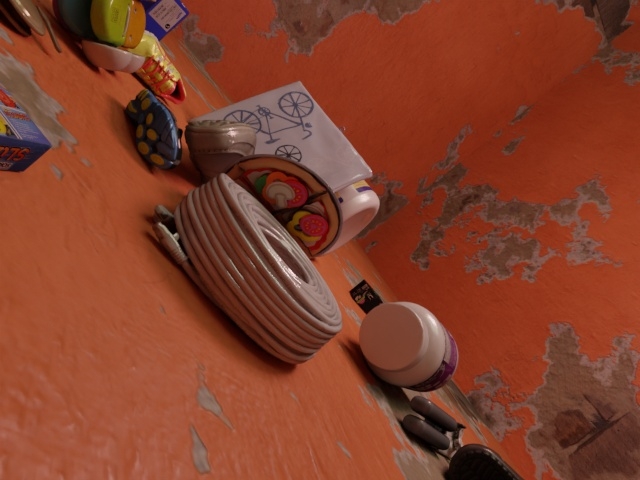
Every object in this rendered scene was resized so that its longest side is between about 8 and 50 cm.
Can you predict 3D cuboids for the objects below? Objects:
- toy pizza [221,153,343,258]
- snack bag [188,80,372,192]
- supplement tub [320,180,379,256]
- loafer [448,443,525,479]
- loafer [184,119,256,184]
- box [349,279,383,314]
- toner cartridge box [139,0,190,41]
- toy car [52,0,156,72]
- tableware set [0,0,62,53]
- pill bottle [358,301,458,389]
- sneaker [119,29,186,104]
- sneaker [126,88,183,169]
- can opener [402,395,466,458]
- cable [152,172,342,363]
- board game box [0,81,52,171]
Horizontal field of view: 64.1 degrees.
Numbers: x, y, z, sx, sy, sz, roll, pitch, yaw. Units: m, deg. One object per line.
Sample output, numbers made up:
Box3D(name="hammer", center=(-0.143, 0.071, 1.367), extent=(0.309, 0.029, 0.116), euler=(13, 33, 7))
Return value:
Box3D(name="toy pizza", center=(-0.066, -0.038, 0.764), extent=(0.201, 0.201, 0.032), euler=(49, 38, -25))
Box3D(name="snack bag", center=(-0.083, -0.213, 1.196), extent=(0.342, 0.323, 0.037), euler=(53, -28, 18))
Box3D(name="supplement tub", center=(-0.030, -0.148, 1.340), extent=(0.331, 0.241, 0.241), euler=(53, 6, 15))
Box3D(name="loafer", center=(0.388, 0.521, 0.960), extent=(0.366, 0.134, 0.130), euler=(52, 6, 6))
Box3D(name="loafer", center=(-0.161, -0.138, 0.870), extent=(0.319, 0.112, 0.112), euler=(-89, -179, -86))
Box3D(name="box", center=(0.139, 0.172, 1.538), extent=(0.083, 0.062, 0.052), euler=(49, 5, -21))
Box3D(name="toner cartridge box", center=(-0.446, -0.583, 1.198), extent=(0.348, 0.165, 0.075), euler=(56, 6, 32))
Box3D(name="toy car", center=(-0.349, -0.362, 0.816), extent=(0.136, 0.159, 0.182), euler=(15, 14, -9))
Box3D(name="tableware set", center=(-0.397, -0.324, 0.628), extent=(0.194, 0.039, 0.128), euler=(60, -3, 22))
Box3D(name="pill bottle", center=(0.184, 0.223, 1.066), extent=(0.169, 0.169, 0.301), euler=(55, 7, 29))
Box3D(name="sneaker", center=(-0.330, -0.344, 1.036), extent=(0.094, 0.081, 0.208), euler=(55, 6, 14))
Box3D(name="sneaker", center=(-0.229, -0.160, 0.745), extent=(0.078, 0.067, 0.188), euler=(37, 11, -43))
Box3D(name="can opener", center=(0.225, 0.376, 1.022), extent=(0.093, 0.074, 0.280), euler=(13, -21, 35))
Box3D(name="cable", center=(-0.074, 0.032, 0.647), extent=(0.257, 0.089, 0.257), euler=(51, 6, -4))
Box3D(name="board game box", center=(-0.268, -0.109, 0.297), extent=(0.136, 0.035, 0.201), euler=(51, 6, 0))
